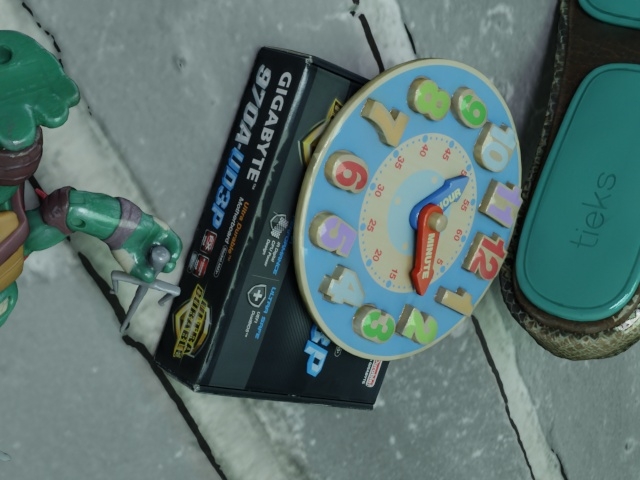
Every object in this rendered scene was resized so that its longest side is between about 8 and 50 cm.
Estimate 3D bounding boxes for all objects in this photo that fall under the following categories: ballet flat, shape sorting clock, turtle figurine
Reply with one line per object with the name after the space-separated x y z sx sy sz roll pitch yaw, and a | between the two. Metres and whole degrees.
0.264 -0.133 0.842 0.182 0.164 0.483 32 75 -66 | ballet flat
0.066 -0.017 0.704 0.206 0.040 0.206 -20 119 -39 | shape sorting clock
-0.162 0.009 0.496 0.175 0.118 0.234 -43 162 -25 | turtle figurine

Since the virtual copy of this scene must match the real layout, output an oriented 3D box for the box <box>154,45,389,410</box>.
0.000 0.000 0.715 0.175 0.051 0.220 16 95 -46 | box
